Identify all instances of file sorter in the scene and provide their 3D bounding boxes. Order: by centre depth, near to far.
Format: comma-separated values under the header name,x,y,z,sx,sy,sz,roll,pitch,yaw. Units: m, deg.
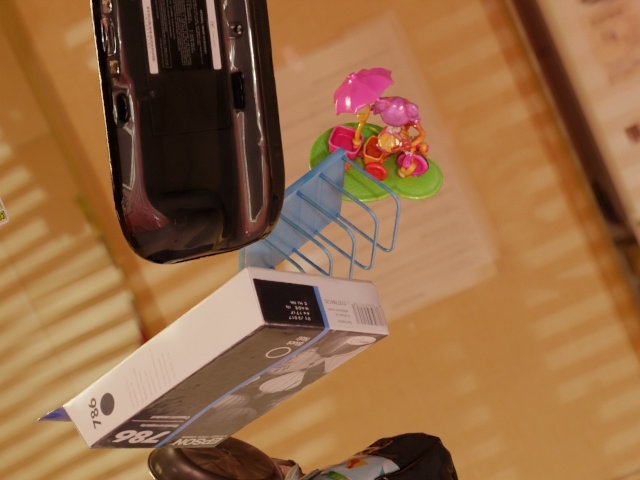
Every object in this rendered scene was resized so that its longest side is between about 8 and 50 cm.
name,x,y,z,sx,sy,sz,roll,pitch,yaw
file sorter,0.000,0.000,1.792,0.170,0.104,0.118,-39,154,-30

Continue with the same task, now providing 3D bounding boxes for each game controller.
name,x,y,z,sx,sy,sz,roll,pitch,yaw
game controller,-0.097,-0.146,1.088,0.067,0.319,0.166,-2,-174,43

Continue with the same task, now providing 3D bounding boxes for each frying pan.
name,x,y,z,sx,sy,sz,roll,pitch,yaw
frying pan,-0.070,0.321,2.047,0.326,0.053,0.197,13,-164,-14

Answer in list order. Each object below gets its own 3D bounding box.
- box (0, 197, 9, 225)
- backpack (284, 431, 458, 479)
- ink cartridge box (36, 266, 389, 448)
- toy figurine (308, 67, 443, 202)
name,x,y,z,sx,sy,sz,roll,pitch,yaw
box,-0.342,-0.004,1.170,0.207,0.036,0.114,-2,-157,46
backpack,-0.028,0.351,1.306,0.273,0.290,0.355,-11,-172,31
ink cartridge box,-0.107,0.131,1.454,0.165,0.065,0.333,7,148,-45
toy figurine,0.074,-0.137,1.877,0.159,0.173,0.130,95,16,-54
